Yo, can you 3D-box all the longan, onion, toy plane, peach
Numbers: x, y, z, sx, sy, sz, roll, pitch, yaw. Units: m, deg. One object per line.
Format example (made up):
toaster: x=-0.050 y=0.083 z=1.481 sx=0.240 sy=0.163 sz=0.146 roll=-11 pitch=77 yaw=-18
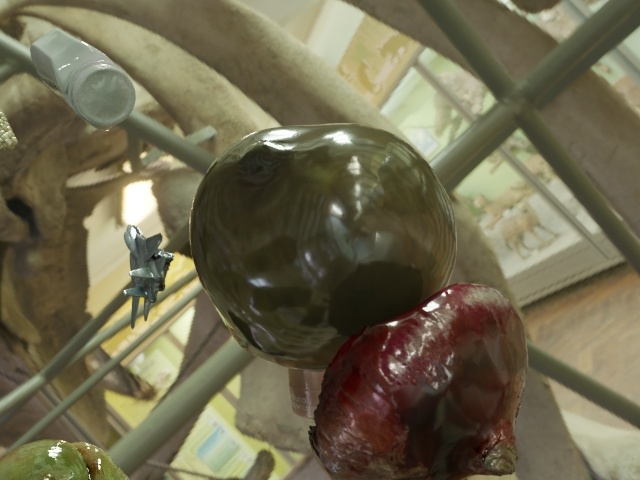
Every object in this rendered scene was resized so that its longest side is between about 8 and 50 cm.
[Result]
longan: x=0.000 y=0.000 z=0.985 sx=0.361 sy=0.361 sz=0.361 roll=-44 pitch=-2 yaw=-2
onion: x=0.132 y=0.180 z=0.787 sx=0.272 sy=0.195 sz=0.272 roll=-29 pitch=-38 yaw=-25
toy plane: x=-0.351 y=0.034 z=1.500 sx=0.267 sy=0.088 sz=0.212 roll=-119 pitch=47 yaw=-59
peach: x=-0.489 y=0.493 z=1.359 sx=0.292 sy=0.293 sz=0.247 roll=132 pitch=141 yaw=-65

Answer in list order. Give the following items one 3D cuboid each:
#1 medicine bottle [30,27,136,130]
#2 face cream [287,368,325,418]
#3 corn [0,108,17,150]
medicine bottle: x=-0.469 y=-0.317 z=1.479 sx=0.124 sy=0.179 sz=0.324 roll=-38 pitch=35 yaw=-10
face cream: x=0.011 y=0.282 z=1.487 sx=0.149 sy=0.104 sz=0.149 roll=-5 pitch=7 yaw=1
corn: x=-0.604 y=-0.227 z=1.308 sx=0.087 sy=0.210 sz=0.087 roll=-30 pitch=-12 yaw=-7
